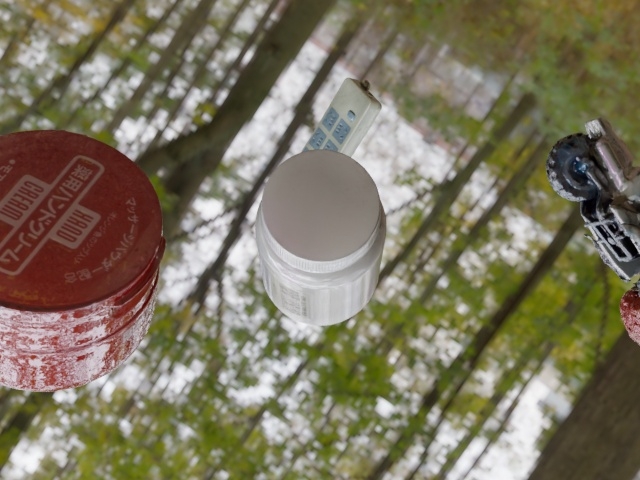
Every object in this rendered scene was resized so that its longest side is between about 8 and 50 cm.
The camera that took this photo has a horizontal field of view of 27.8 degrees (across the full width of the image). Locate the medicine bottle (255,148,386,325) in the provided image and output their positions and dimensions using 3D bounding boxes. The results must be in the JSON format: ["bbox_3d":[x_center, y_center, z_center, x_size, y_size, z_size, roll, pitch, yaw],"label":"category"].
[{"bbox_3d":[0.000,0.000,1.030,0.102,0.103,0.187,35,167,10],"label":"medicine bottle"}]

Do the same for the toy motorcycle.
[{"bbox_3d":[0.385,-0.055,1.472,0.239,0.204,0.108,56,163,-21],"label":"toy motorcycle"}]

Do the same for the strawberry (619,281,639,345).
[{"bbox_3d":[0.429,0.099,1.648,0.106,0.106,0.106,32,-170,-7],"label":"strawberry"}]

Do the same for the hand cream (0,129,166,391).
[{"bbox_3d":[-0.225,0.017,1.059,0.193,0.125,0.193,6,-127,-8],"label":"hand cream"}]

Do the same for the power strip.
[{"bbox_3d":[0.027,-0.161,2.019,0.035,0.192,0.081,13,-152,-40],"label":"power strip"}]
